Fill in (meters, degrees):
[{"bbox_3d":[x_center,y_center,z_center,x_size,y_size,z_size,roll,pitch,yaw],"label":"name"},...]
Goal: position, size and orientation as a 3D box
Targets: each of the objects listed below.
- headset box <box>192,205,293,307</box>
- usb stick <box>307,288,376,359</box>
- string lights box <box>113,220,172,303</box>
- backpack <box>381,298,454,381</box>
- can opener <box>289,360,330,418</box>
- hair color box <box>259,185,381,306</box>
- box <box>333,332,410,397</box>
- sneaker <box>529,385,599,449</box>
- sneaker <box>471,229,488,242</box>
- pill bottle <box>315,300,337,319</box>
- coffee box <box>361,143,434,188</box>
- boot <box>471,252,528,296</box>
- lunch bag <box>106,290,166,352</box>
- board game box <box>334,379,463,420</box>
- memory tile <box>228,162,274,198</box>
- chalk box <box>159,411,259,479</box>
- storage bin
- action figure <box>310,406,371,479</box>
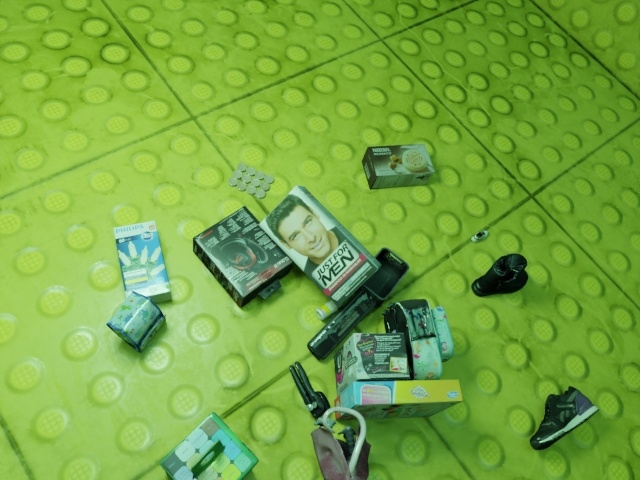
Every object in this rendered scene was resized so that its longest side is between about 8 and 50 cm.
[{"bbox_3d":[-0.248,0.063,1.722,0.218,0.110,0.293,-36,76,-27],"label":"headset box"},{"bbox_3d":[0.071,0.272,1.696,0.278,0.045,0.077,-44,93,-17],"label":"usb stick"},{"bbox_3d":[-0.569,0.075,1.660,0.134,0.076,0.259,-13,66,-18],"label":"string lights box"},{"bbox_3d":[0.309,0.329,1.651,0.191,0.225,0.253,-1,67,-8],"label":"backpack"},{"bbox_3d":[-0.043,0.461,1.602,0.059,0.073,0.186,-41,71,12],"label":"can opener"},{"bbox_3d":[0.000,0.015,1.701,0.374,0.114,0.185,46,102,6],"label":"hair color box"},{"bbox_3d":[0.145,0.378,1.570,0.164,0.247,0.142,2,61,-12],"label":"box"},{"bbox_3d":[0.770,0.581,1.711,0.284,0.107,0.124,-19,54,-25],"label":"sneaker"},{"bbox_3d":[0.624,-0.020,2.012,0.083,0.037,0.031,-28,71,-26],"label":"sneaker"},{"bbox_3d":[0.027,0.229,1.738,0.083,0.043,0.043,-30,73,-25],"label":"pill bottle"},{"bbox_3d":[0.302,-0.293,2.043,0.247,0.098,0.141,-5,64,-16],"label":"coffee box"},{"bbox_3d":[0.684,0.117,1.856,0.247,0.207,0.094,-11,66,-19],"label":"boot"},{"bbox_3d":[-0.533,0.247,1.542,0.096,0.151,0.128,19,58,27],"label":"lunch bag"},{"bbox_3d":[0.222,0.475,1.542,0.317,0.242,0.064,2,61,-13],"label":"board game box"},{"bbox_3d":[-0.257,-0.221,1.925,0.148,0.012,0.113,24,60,-1],"label":"memory tile"},{"bbox_3d":[-0.285,0.580,1.340,0.179,0.289,0.180,43,62,11],"label":"chalk box"},{"bbox_3d":[0.209,0.128,1.811,0.122,0.084,0.180,38,60,8],"label":"storage bin"},{"bbox_3d":[0.085,0.677,1.402,0.248,0.275,0.369,10,47,-15],"label":"action figure"}]
